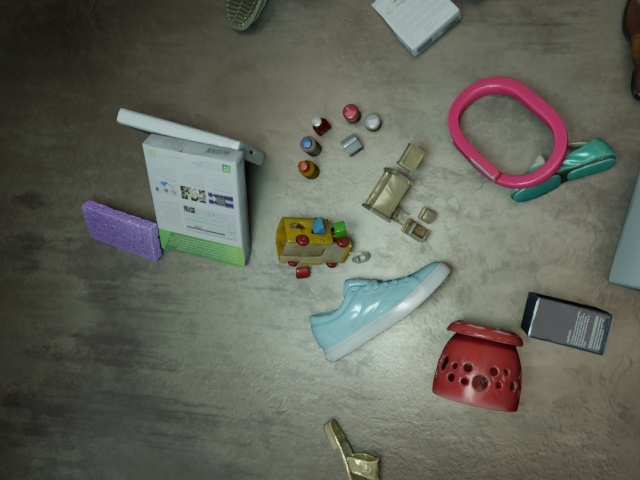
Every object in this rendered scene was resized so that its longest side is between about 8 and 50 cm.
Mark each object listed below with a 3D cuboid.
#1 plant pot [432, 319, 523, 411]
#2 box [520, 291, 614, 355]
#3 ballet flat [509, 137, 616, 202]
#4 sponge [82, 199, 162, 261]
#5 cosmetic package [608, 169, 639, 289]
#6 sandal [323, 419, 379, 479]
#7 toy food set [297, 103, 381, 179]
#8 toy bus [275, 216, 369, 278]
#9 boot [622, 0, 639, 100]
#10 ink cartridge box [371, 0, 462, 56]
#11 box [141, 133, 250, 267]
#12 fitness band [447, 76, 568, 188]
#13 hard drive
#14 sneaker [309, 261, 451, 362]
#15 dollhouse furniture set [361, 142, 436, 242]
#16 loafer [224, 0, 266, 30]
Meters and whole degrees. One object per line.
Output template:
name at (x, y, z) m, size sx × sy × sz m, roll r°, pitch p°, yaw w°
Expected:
plant pot at (0.359, 0.277, 1.443) m, size 0.191 × 0.191 × 0.174 m, roll 13°, pitch 85°, yaw 11°
box at (0.537, 0.179, 1.424) m, size 0.158 × 0.156 × 0.093 m, roll 14°, pitch 92°, yaw 11°
ballet flat at (0.542, -0.166, 1.480) m, size 0.247 × 0.083 × 0.087 m, roll -22°, pitch 60°, yaw 10°
sponge at (-0.508, -0.025, 1.655) m, size 0.210 × 0.031 × 0.117 m, roll 19°, pitch 137°, yaw 16°
cosmetic package at (0.847, -0.011, 1.280) m, size 0.393 × 0.329 × 0.328 m, roll 16°, pitch 92°, yaw 12°
sandal at (0.099, 0.526, 1.536) m, size 0.079 × 0.088 × 0.240 m, roll -34°, pitch 78°, yaw 14°
toy food set at (0.033, -0.251, 1.560) m, size 0.232 × 0.104 × 0.111 m, roll -33°, pitch 83°, yaw 9°
toy bus at (-0.010, -0.004, 1.559) m, size 0.190 × 0.202 × 0.104 m, roll -23°, pitch 54°, yaw 17°
boot at (0.707, -0.441, 1.342) m, size 0.096 × 0.280 × 0.264 m, roll 6°, pitch 90°, yaw 11°
ink cartridge box at (0.231, -0.556, 1.572) m, size 0.145 × 0.045 × 0.179 m, roll -39°, pitch 64°, yaw 8°
box at (-0.289, -0.089, 1.546) m, size 0.232 × 0.058 × 0.322 m, roll 13°, pitch 132°, yaw 12°
fitness band at (0.424, -0.246, 1.473) m, size 0.209 × 0.054 × 0.291 m, roll -40°, pitch 63°, yaw 4°
hard drive at (-0.308, -0.250, 1.577) m, size 0.307 × 0.203 × 0.040 m, roll 17°, pitch 93°, yaw 11°
sneaker at (0.128, 0.134, 1.517) m, size 0.366 × 0.135 × 0.150 m, roll -36°, pitch 85°, yaw 7°
dollhouse furniture set at (0.218, -0.114, 1.545) m, size 0.160 × 0.101 × 0.182 m, roll 31°, pitch 94°, yaw -14°
loafer at (-0.158, -0.657, 1.619) m, size 0.101 × 0.092 × 0.269 m, roll 28°, pitch 110°, yaw 12°
